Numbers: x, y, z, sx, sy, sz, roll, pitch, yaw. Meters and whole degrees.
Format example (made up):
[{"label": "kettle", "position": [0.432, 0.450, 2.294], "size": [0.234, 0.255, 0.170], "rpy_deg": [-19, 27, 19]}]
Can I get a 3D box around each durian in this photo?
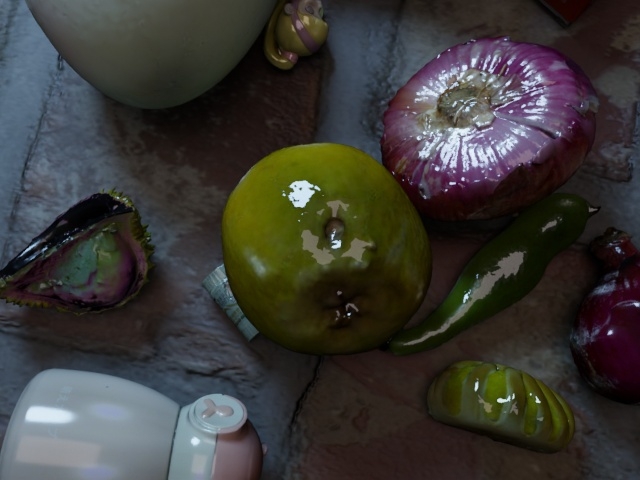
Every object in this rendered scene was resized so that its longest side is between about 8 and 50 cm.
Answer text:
[{"label": "durian", "position": [-0.249, 0.024, 0.670], "size": [0.187, 0.119, 0.108], "rpy_deg": [-31, 119, 5]}]

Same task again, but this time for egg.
[{"label": "egg", "position": [-0.171, -0.309, 0.629], "size": [0.283, 0.283, 0.344], "rpy_deg": [7, 82, 0]}]

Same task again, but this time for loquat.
[{"label": "loquat", "position": [0.000, 0.000, 0.621], "size": [0.214, 0.246, 0.213], "rpy_deg": [-7, 121, -12]}]

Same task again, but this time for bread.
[{"label": "bread", "position": [0.191, 0.173, 0.638], "size": [0.157, 0.094, 0.082], "rpy_deg": [15, 83, 10]}]

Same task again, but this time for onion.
[{"label": "onion", "position": [0.344, 0.073, 0.636], "size": [0.173, 0.135, 0.198], "rpy_deg": [-16, 78, -7]}, {"label": "onion", "position": [0.186, -0.105, 0.668], "size": [0.230, 0.163, 0.229], "rpy_deg": [-20, 49, 26]}]

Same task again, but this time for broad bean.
[{"label": "broad bean", "position": [0.177, 0.038, 0.681], "size": [0.318, 0.056, 0.098], "rpy_deg": [-26, 80, -4]}]

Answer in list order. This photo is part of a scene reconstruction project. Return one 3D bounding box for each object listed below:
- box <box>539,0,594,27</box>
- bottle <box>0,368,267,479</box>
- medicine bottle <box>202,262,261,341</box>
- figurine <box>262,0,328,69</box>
[{"label": "box", "position": [0.295, -0.375, 0.745], "size": [0.182, 0.099, 0.133], "rpy_deg": [43, 81, 9]}, {"label": "bottle", "position": [-0.170, 0.211, 0.600], "size": [0.237, 0.147, 0.147], "rpy_deg": [8, 79, -7]}, {"label": "medicine bottle", "position": [-0.087, 0.066, 0.674], "size": [0.047, 0.047, 0.083], "rpy_deg": [-39, 82, -8]}, {"label": "figurine", "position": [-0.036, -0.300, 0.740], "size": [0.083, 0.083, 0.187], "rpy_deg": [-7, 85, -2]}]
